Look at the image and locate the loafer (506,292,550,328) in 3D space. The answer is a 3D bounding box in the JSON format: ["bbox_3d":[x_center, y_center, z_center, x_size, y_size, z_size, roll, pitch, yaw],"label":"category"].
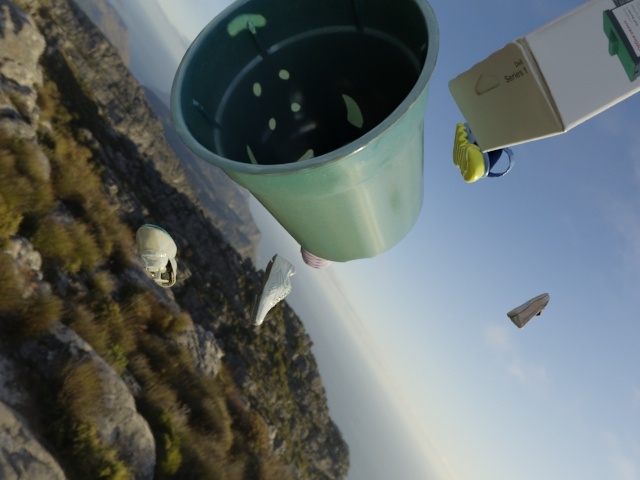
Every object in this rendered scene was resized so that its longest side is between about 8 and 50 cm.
[{"bbox_3d":[0.433,0.145,1.009,0.039,0.125,0.045,64,-32,14],"label":"loafer"}]

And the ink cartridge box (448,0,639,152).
[{"bbox_3d":[0.263,-0.181,0.483,0.093,0.219,0.160,61,-4,-7],"label":"ink cartridge box"}]

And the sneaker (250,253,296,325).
[{"bbox_3d":[-0.090,0.101,0.965,0.061,0.152,0.053,31,-28,-17],"label":"sneaker"}]

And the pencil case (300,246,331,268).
[{"bbox_3d":[0.000,0.000,1.078,0.086,0.088,0.206,18,-16,2],"label":"pencil case"}]

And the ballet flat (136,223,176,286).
[{"bbox_3d":[-0.382,0.048,1.159,0.086,0.086,0.248,57,-18,18],"label":"ballet flat"}]

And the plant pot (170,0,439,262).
[{"bbox_3d":[0.016,-0.148,0.736,0.341,0.341,0.334,57,-1,32],"label":"plant pot"}]

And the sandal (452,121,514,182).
[{"bbox_3d":[0.466,-0.258,1.427,0.317,0.138,0.126,-85,173,-56],"label":"sandal"}]
